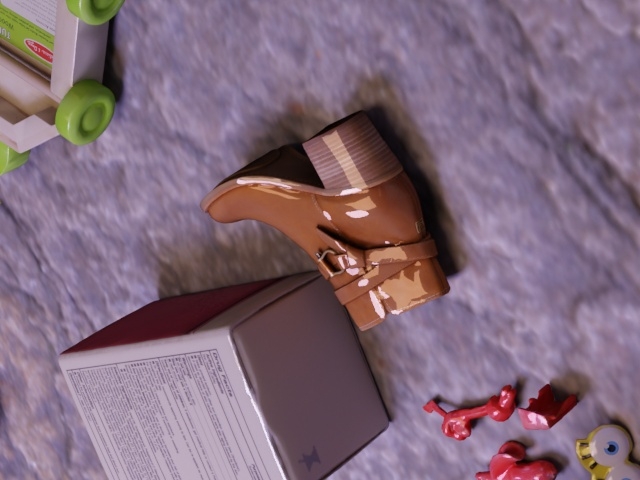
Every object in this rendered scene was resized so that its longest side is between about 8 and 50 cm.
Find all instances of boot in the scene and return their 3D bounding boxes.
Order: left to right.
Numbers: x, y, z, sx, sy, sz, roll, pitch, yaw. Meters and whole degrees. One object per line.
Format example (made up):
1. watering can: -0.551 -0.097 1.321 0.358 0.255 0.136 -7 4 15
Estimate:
1. boot: 0.000 0.000 1.164 0.197 0.073 0.152 -19 102 49

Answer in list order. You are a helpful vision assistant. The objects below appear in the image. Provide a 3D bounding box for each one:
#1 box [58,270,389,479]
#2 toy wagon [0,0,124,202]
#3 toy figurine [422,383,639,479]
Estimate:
1. box: -0.083 0.125 1.266 0.232 0.127 0.149 -11 104 45
2. toy wagon: -0.282 -0.184 1.324 0.267 0.068 0.344 33 132 25
3. toy figurine: 0.126 0.311 1.111 0.191 0.217 0.363 -1 111 43
